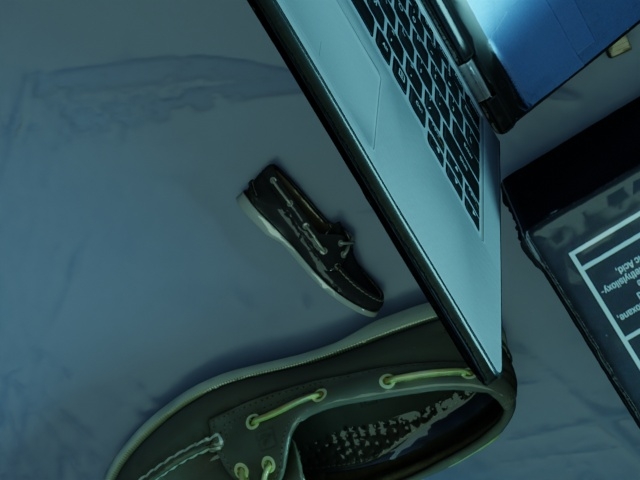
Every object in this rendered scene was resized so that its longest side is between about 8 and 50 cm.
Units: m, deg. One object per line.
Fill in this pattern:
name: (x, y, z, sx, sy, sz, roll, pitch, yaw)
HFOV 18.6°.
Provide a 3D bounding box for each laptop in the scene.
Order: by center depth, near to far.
laptop: (0.108, -0.215, 1.072, 0.236, 0.408, 0.382, -23, 119, 18)

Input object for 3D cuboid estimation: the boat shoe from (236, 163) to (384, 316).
boat shoe: (0.000, 0.000, 1.326, 0.125, 0.046, 0.038, 43, 104, 4)

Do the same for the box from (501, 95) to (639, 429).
box: (0.316, 0.024, 1.237, 0.296, 0.183, 0.294, -31, 100, 7)

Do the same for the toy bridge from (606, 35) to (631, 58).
toy bridge: (0.109, -0.117, 1.307, 0.188, 0.026, 0.063, -24, 95, 7)

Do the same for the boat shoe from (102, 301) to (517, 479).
boat shoe: (-0.011, 0.138, 1.316, 0.305, 0.091, 0.109, -25, 119, 8)
